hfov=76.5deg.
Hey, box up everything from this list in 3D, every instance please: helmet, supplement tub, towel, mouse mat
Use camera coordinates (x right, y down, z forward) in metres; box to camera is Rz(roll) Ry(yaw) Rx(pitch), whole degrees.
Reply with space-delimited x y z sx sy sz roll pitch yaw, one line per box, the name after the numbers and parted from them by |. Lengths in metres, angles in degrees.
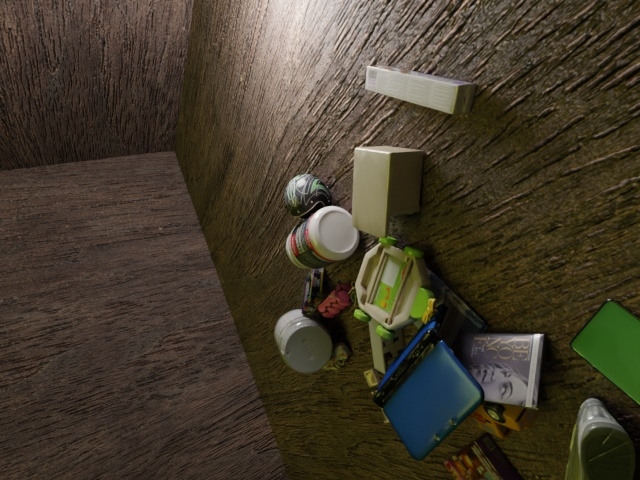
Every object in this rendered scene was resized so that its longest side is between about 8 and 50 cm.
-0.053 -0.159 1.484 0.170 0.162 0.169 -12 71 38 | helmet
0.000 0.000 1.476 0.272 0.191 0.191 -28 79 60 | supplement tub
0.331 0.211 1.162 0.285 0.034 0.209 48 142 39 | towel
0.582 0.219 0.755 0.189 0.007 0.152 48 142 37 | mouse mat

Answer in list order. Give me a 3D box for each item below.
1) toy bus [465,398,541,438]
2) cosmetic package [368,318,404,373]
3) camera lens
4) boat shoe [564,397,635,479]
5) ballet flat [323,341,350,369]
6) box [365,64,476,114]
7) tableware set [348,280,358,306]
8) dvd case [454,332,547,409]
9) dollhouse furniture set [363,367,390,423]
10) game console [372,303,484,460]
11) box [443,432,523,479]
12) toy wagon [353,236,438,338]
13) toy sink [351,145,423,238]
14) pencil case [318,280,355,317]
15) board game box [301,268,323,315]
0.389 0.397 1.044 0.333 0.108 0.130 0 123 59 | toy bus
0.219 0.307 1.338 0.060 0.099 0.238 10 112 56 | cosmetic package
-0.077 0.422 1.729 0.274 0.220 0.219 -168 65 -76 | camera lens
0.564 0.483 0.828 0.118 0.103 0.320 -5 106 21 | boat shoe
0.064 0.509 1.727 0.077 0.091 0.241 38 145 11 | ballet flat
0.235 -0.384 1.014 0.324 0.063 0.067 39 137 47 | box
0.159 0.207 1.430 0.154 0.024 0.104 49 124 27 | tableware set
0.402 0.293 0.944 0.018 0.164 0.221 37 150 -26 | dvd case
0.268 0.503 1.388 0.161 0.101 0.181 -32 73 35 | dollhouse furniture set
0.282 0.355 1.044 0.173 0.250 0.293 36 120 12 | game console
0.486 0.701 1.098 0.293 0.057 0.200 54 146 32 | box
0.218 0.143 1.158 0.344 0.068 0.267 29 104 58 | toy wagon
0.188 -0.141 1.144 0.153 0.131 0.233 26 120 54 | toy sink
0.058 0.237 1.583 0.095 0.098 0.209 64 150 19 | pencil case
-0.033 0.208 1.697 0.141 0.048 0.170 119 161 -50 | board game box
